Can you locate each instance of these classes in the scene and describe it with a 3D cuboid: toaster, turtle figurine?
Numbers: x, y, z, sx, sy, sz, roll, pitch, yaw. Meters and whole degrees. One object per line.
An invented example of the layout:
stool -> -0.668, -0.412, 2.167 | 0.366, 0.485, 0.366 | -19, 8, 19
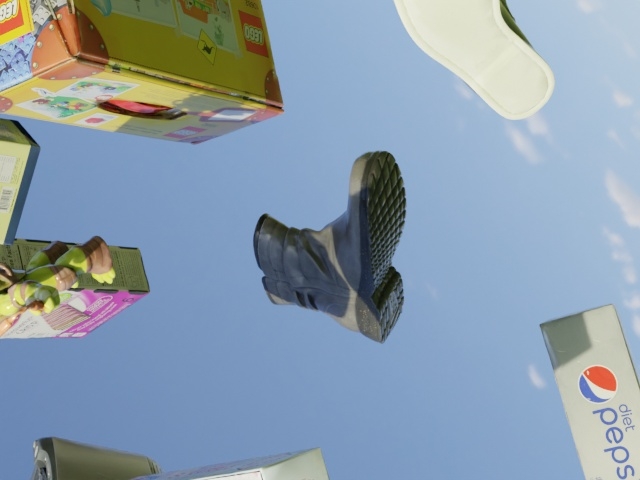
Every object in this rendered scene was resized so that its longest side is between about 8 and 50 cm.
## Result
toaster -> -0.243, 0.313, 1.144 | 0.146, 0.129, 0.227 | 11, -160, -22
turtle figurine -> -0.343, 0.063, 1.140 | 0.217, 0.269, 0.087 | -34, -83, -49

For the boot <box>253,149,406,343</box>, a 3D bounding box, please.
boot -> 0.000, 0.000, 1.516 | 0.222, 0.338, 0.118 | 19, -138, 22

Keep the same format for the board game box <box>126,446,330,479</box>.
board game box -> -0.070, 0.353, 0.911 | 0.065, 0.318, 0.319 | -12, -96, -39

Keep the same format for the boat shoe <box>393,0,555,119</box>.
boat shoe -> 0.159, -0.262, 1.218 | 0.319, 0.116, 0.099 | 40, -164, -40

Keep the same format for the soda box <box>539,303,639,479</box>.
soda box -> 0.364, 0.226, 1.321 | 0.091, 0.098, 0.286 | 9, -116, -72

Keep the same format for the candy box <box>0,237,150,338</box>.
candy box -> -0.355, 0.064, 1.331 | 0.233, 0.159, 0.071 | 6, -121, -49

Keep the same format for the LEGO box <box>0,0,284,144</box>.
LEGO box -> -0.285, -0.358, 1.501 | 0.500, 0.193, 0.373 | 3, -107, -62

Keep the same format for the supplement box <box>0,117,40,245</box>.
supplement box -> -0.264, -0.048, 0.780 | 0.083, 0.083, 0.056 | 8, -159, -37
